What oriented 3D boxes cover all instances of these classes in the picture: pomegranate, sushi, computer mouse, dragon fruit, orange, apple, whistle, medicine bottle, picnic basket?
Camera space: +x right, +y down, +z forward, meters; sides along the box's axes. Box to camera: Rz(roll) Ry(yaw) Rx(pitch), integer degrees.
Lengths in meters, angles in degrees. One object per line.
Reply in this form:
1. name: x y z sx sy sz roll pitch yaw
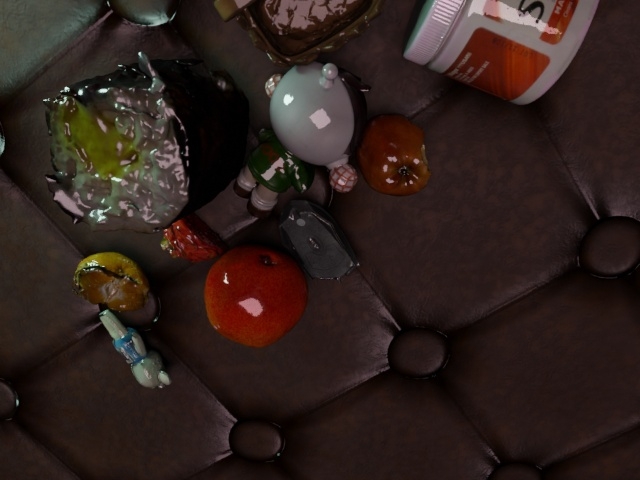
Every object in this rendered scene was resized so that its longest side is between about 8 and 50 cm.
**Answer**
1. pomegranate: -0.142 0.129 1.228 0.220 0.221 0.257 15 141 -4
2. sushi: -0.296 -0.179 1.024 0.299 0.294 0.282 -8 108 19
3. computer mouse: -0.001 -0.001 1.236 0.126 0.071 0.231 -23 120 26
4. dragon fruit: -0.295 0.006 1.246 0.106 0.083 0.162 -38 109 19
5. orange: -0.462 0.088 1.270 0.159 0.112 0.170 -3 147 -2
6. apple: 0.140 -0.163 1.110 0.146 0.158 0.156 8 117 0
7. whistle: -0.446 0.262 1.369 0.113 0.077 0.236 -22 107 42
8. medicine bottle: 0.293 -0.384 0.955 0.240 0.253 0.253 19 113 -6
9. picnic basket: -0.043 -0.439 0.915 0.254 0.321 0.291 -28 112 10

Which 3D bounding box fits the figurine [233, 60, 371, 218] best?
1. figurine: -0.046 -0.191 1.082 0.370 0.167 0.281 -45 72 38
